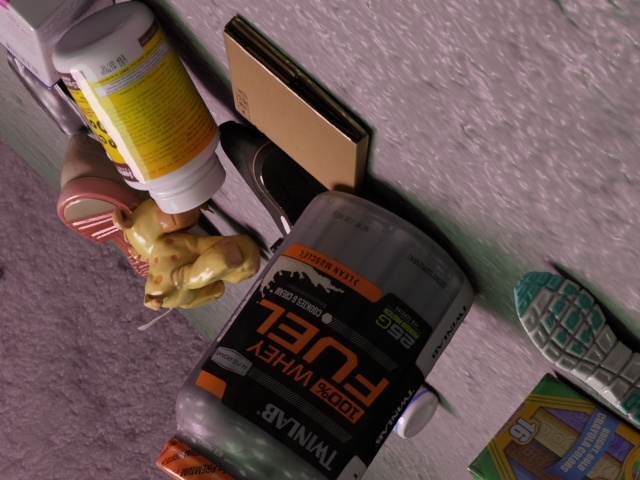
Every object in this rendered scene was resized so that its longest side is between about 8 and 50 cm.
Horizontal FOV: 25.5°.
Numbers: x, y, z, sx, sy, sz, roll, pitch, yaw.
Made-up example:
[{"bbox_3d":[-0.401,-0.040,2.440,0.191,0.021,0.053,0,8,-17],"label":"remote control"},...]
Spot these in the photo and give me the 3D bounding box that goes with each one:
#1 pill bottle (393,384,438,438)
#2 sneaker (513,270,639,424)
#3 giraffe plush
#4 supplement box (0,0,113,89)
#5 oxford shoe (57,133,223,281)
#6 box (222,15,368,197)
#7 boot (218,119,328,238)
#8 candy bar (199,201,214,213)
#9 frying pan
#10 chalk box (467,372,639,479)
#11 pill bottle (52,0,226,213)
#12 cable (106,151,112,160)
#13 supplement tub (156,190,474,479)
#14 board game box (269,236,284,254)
[{"bbox_3d":[0.091,0.209,1.987,0.137,0.078,0.078,37,167,28],"label":"pill bottle"},{"bbox_3d":[0.219,0.092,1.167,0.166,0.065,0.076,45,173,-1],"label":"sneaker"},{"bbox_3d":[-0.211,0.007,2.071,0.170,0.210,0.181,61,175,11],"label":"giraffe plush"},{"bbox_3d":[-0.299,-0.264,1.518,0.111,0.114,0.220,44,170,2],"label":"supplement box"},{"bbox_3d":[-0.265,-0.043,2.258,0.397,0.140,0.146,42,-145,-52],"label":"oxford shoe"},{"bbox_3d":[-0.022,-0.115,1.335,0.164,0.021,0.201,41,168,10],"label":"box"},{"bbox_3d":[-0.034,-0.043,1.546,0.137,0.077,0.198,35,154,55],"label":"boot"},{"bbox_3d":[-0.199,-0.086,2.063,0.040,0.018,0.161,32,164,33],"label":"candy bar"},{"bbox_3d":[-0.425,-0.248,2.139,0.197,0.053,0.326,50,174,9],"label":"frying pan"},{"bbox_3d":[0.275,0.257,1.385,0.213,0.132,0.132,35,167,36],"label":"chalk box"},{"bbox_3d":[-0.184,-0.136,1.496,0.117,0.117,0.215,26,150,56],"label":"pill bottle"},{"bbox_3d":[-0.316,-0.161,2.054,0.139,0.072,0.287,48,168,-29],"label":"cable"},{"bbox_3d":[-0.008,0.127,1.366,0.193,0.316,0.193,32,167,8],"label":"supplement tub"},{"bbox_3d":[0.010,0.081,1.932,0.126,0.026,0.186,35,166,38],"label":"board game box"}]
